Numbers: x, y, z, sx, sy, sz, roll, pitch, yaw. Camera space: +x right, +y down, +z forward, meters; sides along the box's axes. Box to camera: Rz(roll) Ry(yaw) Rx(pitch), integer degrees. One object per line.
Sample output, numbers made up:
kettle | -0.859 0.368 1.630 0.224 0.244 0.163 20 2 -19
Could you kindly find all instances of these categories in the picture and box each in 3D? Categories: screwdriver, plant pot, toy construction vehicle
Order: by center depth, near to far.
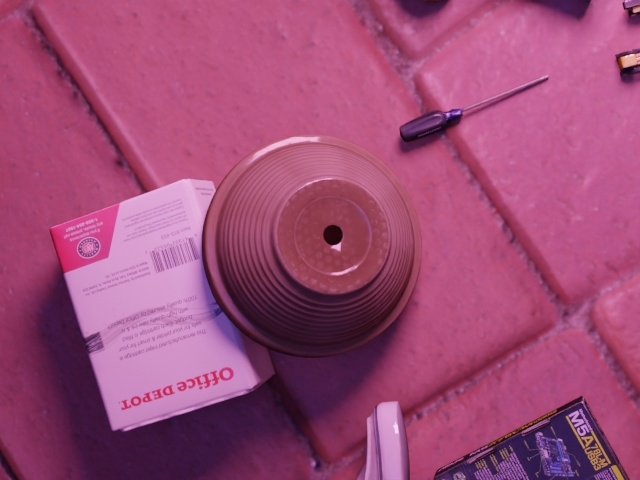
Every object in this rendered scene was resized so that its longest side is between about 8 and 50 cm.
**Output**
plant pot | 0.000 0.000 1.218 0.237 0.110 0.237 2 82 -12
toy construction vehicle | 0.350 -0.221 1.219 0.098 0.035 0.086 -11 90 12
screwdriver | 0.166 -0.142 1.272 0.170 0.024 0.025 -17 118 6

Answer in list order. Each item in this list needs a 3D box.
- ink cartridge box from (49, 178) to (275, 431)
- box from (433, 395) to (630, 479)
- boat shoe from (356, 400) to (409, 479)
ink cartridge box | -0.172 0.071 1.307 0.172 0.100 0.237 -19 87 12
box | 0.244 0.291 1.255 0.184 0.045 0.190 -30 85 9
boat shoe | 0.051 0.305 1.275 0.088 0.096 0.267 1 100 8
